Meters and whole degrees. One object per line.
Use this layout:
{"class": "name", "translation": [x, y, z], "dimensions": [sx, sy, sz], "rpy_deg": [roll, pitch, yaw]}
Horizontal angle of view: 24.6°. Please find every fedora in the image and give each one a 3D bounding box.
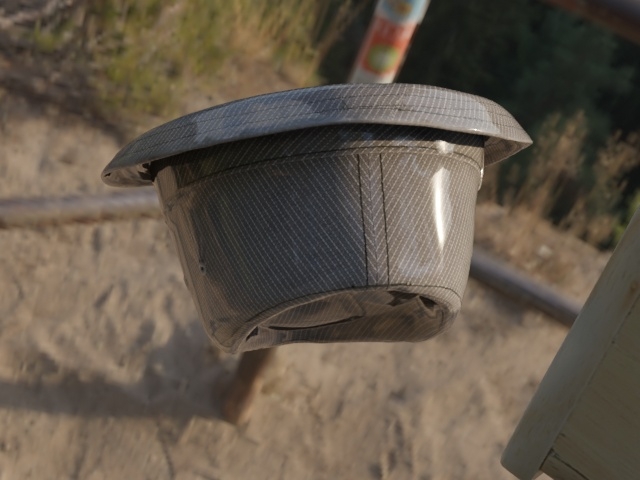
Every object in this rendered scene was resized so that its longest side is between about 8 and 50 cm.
{"class": "fedora", "translation": [0.000, 0.000, 0.842], "dimensions": [0.244, 0.275, 0.124], "rpy_deg": [-2, 81, -21]}

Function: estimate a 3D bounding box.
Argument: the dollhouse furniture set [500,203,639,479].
{"class": "dollhouse furniture set", "translation": [0.213, 0.074, 0.490], "dimensions": [0.198, 0.286, 0.303], "rpy_deg": [36, 27, 23]}
